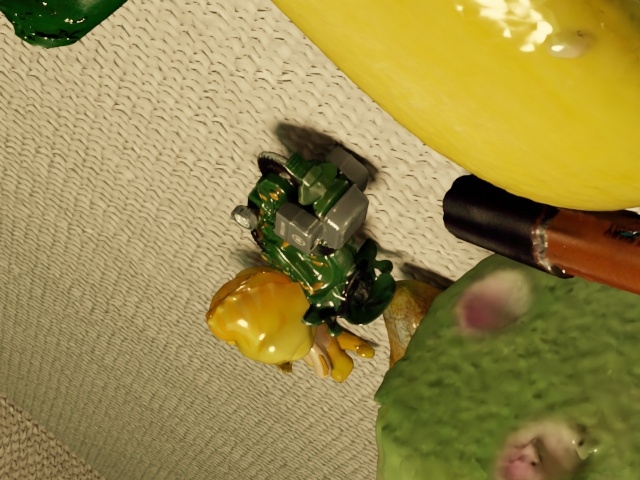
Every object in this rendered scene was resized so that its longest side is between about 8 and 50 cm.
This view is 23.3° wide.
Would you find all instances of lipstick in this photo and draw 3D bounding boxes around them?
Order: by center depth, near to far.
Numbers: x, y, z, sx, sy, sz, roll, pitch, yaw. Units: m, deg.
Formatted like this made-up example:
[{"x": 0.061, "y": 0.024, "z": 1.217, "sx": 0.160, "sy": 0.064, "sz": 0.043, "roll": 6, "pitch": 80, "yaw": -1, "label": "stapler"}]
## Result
[{"x": 0.238, "y": 0.003, "z": 1.297, "sx": 0.077, "sy": 0.077, "sz": 0.418, "roll": 42, "pitch": 169, "yaw": -28, "label": "lipstick"}]

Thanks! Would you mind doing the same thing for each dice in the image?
[{"x": 0.264, "y": 0.211, "z": 1.499, "sx": 0.318, "sy": 0.330, "sz": 0.322, "roll": 8, "pitch": 149, "yaw": 40, "label": "dice"}]

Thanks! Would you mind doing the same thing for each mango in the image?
[{"x": 0.164, "y": 0.165, "z": 1.793, "sx": 0.192, "sy": 0.146, "sz": 0.316, "roll": 8, "pitch": 136, "yaw": 41, "label": "mango"}]

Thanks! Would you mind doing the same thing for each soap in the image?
[{"x": 0.111, "y": -0.162, "z": 1.155, "sx": 0.427, "sy": 0.115, "sz": 0.306, "roll": 41, "pitch": 152, "yaw": -26, "label": "soap"}]

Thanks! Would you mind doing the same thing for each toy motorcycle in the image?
[{"x": 0.000, "y": 0.000, "z": 1.652, "sx": 0.187, "sy": 0.125, "sz": 0.275, "roll": 35, "pitch": 160, "yaw": 11, "label": "toy motorcycle"}]

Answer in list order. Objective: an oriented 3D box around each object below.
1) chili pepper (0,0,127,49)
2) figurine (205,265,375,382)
[{"x": -0.205, "y": -0.268, "z": 1.118, "sx": 0.233, "sy": 0.249, "sz": 0.257, "roll": 31, "pitch": 151, "yaw": -3, "label": "chili pepper"}, {"x": -0.040, "y": 0.108, "z": 1.957, "sx": 0.246, "sy": 0.131, "sz": 0.156, "roll": 32, "pitch": -155, "yaw": -49, "label": "figurine"}]
